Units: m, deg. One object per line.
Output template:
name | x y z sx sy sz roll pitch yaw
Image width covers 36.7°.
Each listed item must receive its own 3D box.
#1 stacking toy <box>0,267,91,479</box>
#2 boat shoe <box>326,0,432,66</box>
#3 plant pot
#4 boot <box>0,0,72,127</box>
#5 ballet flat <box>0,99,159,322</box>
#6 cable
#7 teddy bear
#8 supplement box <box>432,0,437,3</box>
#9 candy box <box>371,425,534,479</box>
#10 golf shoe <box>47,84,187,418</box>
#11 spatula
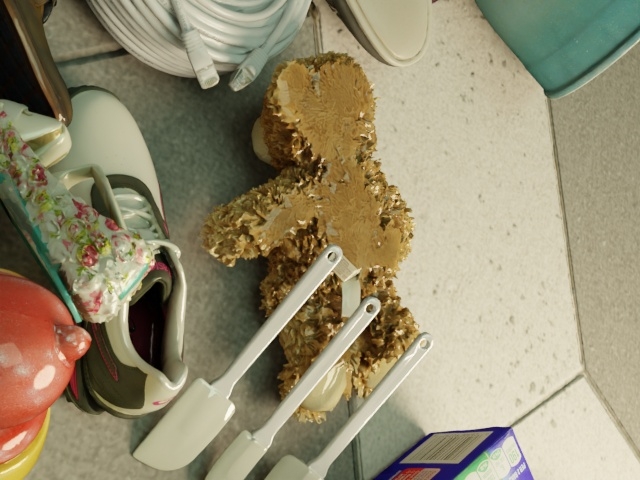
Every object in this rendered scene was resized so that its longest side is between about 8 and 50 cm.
stacking toy | -0.300 0.006 0.563 0.309 0.130 0.280 6 52 -37
boat shoe | 0.015 -0.335 0.998 0.112 0.095 0.335 -32 105 -24
plant pot | 0.275 -0.349 1.109 0.255 0.271 0.272 43 55 -7
boot | -0.225 -0.189 0.760 0.106 0.082 0.219 -28 90 -42
ballet flat | -0.199 -0.041 0.696 0.077 0.091 0.241 -35 69 -16
cable | -0.110 -0.274 0.866 0.257 0.089 0.257 58 46 -18
teddy bear | 0.000 0.000 0.905 0.245 0.113 0.338 -32 108 -32
supplement box | 0.090 -0.290 1.065 0.043 0.055 0.083 -34 100 -38
candy box | 0.124 0.378 0.891 0.268 0.122 0.317 -30 100 -40
golf shoe | -0.149 0.001 0.760 0.105 0.120 0.273 -4 81 -38
spatula | -0.020 0.136 0.830 0.168 0.019 0.242 42 85 -18
